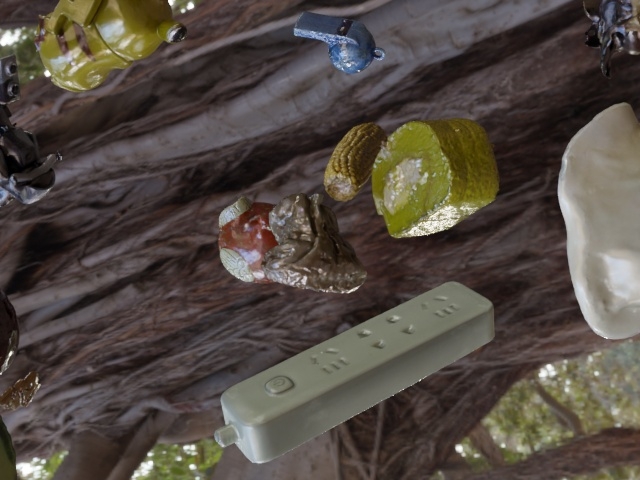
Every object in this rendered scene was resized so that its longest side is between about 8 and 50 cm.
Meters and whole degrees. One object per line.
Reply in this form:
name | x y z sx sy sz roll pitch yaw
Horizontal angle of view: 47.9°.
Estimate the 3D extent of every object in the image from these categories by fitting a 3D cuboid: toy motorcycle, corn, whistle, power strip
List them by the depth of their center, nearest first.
power strip | 0.046 0.153 0.877 0.385 0.091 0.062 -22 -59 -25
toy motorcycle | -0.485 -0.162 1.107 0.106 0.159 0.270 -52 -24 -56
whistle | 0.036 -0.332 1.233 0.090 0.158 0.090 14 -90 -78
corn | 0.076 -0.178 1.549 0.101 0.101 0.310 63 -150 -16

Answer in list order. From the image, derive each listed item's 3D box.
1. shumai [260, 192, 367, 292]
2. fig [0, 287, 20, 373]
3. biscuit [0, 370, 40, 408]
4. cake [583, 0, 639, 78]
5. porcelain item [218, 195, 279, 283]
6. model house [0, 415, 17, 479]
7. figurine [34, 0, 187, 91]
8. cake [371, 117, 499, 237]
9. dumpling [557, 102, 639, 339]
shumai | -0.001 0.000 1.427 0.218 0.184 0.185 11 -84 -17
fig | -0.700 0.167 1.409 0.214 0.235 0.235 -15 -92 -71
biscuit | -0.557 0.283 1.335 0.016 0.082 0.092 32 -161 17
cake | 0.575 -0.364 1.136 0.332 0.321 0.332 7 -103 -32
porcelain item | -0.159 -0.012 1.946 0.253 0.253 0.253 33 -131 -48
model house | -0.638 0.394 1.183 0.214 0.189 0.195 -56 -44 -54
figurine | -0.407 -0.420 1.377 0.218 0.327 0.169 68 -162 -4
cake | 0.202 -0.118 1.342 0.156 0.260 0.179 -6 -106 -30
dumpling | 0.418 -0.042 0.950 0.243 0.187 0.318 43 -119 -20
